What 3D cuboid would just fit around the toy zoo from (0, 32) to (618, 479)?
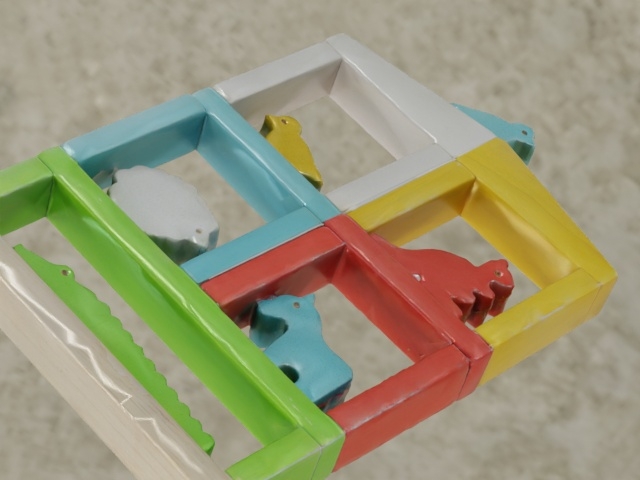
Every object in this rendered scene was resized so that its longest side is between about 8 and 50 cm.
[{"bbox_3d":[0.000,0.000,0.803,0.192,0.293,0.030,44,138,24],"label":"toy zoo"}]
